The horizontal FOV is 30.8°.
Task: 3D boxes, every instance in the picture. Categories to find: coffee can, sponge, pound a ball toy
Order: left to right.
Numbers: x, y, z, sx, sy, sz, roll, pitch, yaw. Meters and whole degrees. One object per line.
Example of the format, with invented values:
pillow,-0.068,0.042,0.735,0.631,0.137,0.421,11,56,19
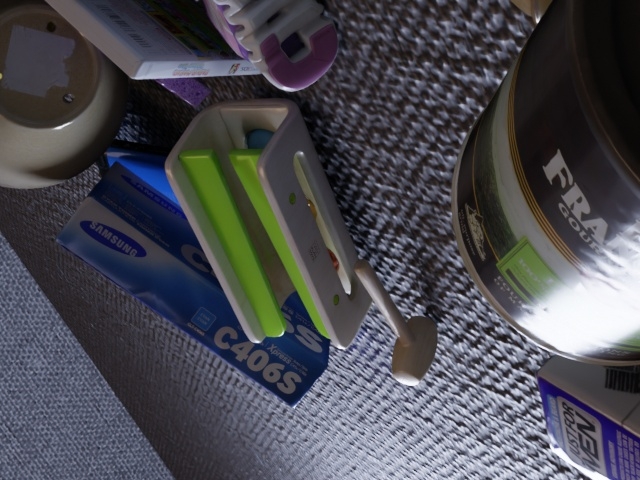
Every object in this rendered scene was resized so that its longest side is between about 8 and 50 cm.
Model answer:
sponge,-0.211,-0.225,1.222,0.210,0.031,0.117,34,-165,-50
pound a ball toy,0.000,0.000,1.257,0.208,0.135,0.319,1,133,30
coffee can,0.190,-0.052,0.595,0.201,0.201,0.275,46,168,7

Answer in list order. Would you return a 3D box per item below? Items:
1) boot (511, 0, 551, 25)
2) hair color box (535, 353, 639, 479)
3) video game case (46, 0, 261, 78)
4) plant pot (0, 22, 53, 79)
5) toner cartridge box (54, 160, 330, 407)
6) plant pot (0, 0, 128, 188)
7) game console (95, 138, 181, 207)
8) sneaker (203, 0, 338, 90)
boot,0.061,-0.258,0.711,0.269,0.089,0.236,39,155,29
hair color box,0.325,0.130,0.712,0.339,0.185,0.110,33,155,37
video game case,-0.184,-0.231,1.124,0.227,0.206,0.026,41,117,19
plant pot,-0.452,-0.250,1.548,0.254,0.254,0.239,52,144,-6
toner cartridge box,-0.145,0.050,1.431,0.348,0.075,0.165,36,-165,-10
plant pot,-0.325,-0.184,1.299,0.256,0.256,0.274,54,169,-13
game console,-0.218,-0.095,1.622,0.250,0.173,0.293,10,148,10
sneaker,-0.079,-0.240,1.020,0.104,0.095,0.236,30,154,57
